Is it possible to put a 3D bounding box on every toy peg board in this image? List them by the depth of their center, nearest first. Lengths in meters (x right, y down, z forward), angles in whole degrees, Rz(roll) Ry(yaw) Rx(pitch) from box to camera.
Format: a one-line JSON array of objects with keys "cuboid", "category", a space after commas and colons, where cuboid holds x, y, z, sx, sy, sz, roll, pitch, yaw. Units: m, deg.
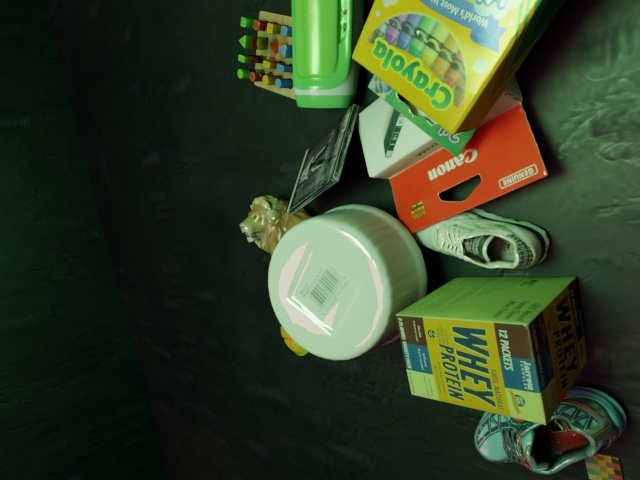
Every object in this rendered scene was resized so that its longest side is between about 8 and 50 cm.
[{"cuboid": [-0.111, -0.409, 0.953, 0.160, 0.079, 0.161, 32, 125, 35], "category": "toy peg board"}]

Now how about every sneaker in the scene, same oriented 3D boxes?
[{"cuboid": [0.337, 0.312, 0.698, 0.104, 0.125, 0.262, 58, 136, 16], "category": "sneaker"}, {"cuboid": [0.240, -0.005, 0.714, 0.235, 0.094, 0.090, 11, 114, 47], "category": "sneaker"}]

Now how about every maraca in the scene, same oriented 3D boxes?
[{"cuboid": [-0.052, 0.198, 1.095, 0.127, 0.099, 0.186, -49, 42, 38], "category": "maraca"}]

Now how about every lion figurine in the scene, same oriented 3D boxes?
[{"cuboid": [0.000, 0.000, 0.962, 0.392, 0.142, 0.240, -6, 92, 33], "category": "lion figurine"}]

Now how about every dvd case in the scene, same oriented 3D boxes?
[{"cuboid": [-0.001, -0.152, 0.867, 0.221, 0.018, 0.165, -27, 43, 59], "category": "dvd case"}]

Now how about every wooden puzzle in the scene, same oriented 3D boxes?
[{"cuboid": [0.449, 0.361, 0.687, 0.049, 0.006, 0.083, -9, 97, 48], "category": "wooden puzzle"}]

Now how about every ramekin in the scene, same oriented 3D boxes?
[{"cuboid": [0.038, 0.077, 0.781, 0.277, 0.135, 0.277, 6, 101, 32], "category": "ramekin"}]

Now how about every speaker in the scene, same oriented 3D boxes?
[{"cuboid": [0.010, -0.399, 0.795, 0.131, 0.131, 0.297, 18, 116, 42], "category": "speaker"}]

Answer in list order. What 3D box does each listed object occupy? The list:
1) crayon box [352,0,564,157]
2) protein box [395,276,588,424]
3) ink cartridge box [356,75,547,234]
[{"cuboid": [0.173, -0.288, 0.560, 0.203, 0.083, 0.323, 46, 134, 21], "category": "crayon box"}, {"cuboid": [0.263, 0.148, 0.663, 0.201, 0.199, 0.136, -6, 100, 47], "category": "protein box"}, {"cuboid": [0.188, -0.161, 0.702, 0.275, 0.060, 0.239, -28, 68, 48], "category": "ink cartridge box"}]
